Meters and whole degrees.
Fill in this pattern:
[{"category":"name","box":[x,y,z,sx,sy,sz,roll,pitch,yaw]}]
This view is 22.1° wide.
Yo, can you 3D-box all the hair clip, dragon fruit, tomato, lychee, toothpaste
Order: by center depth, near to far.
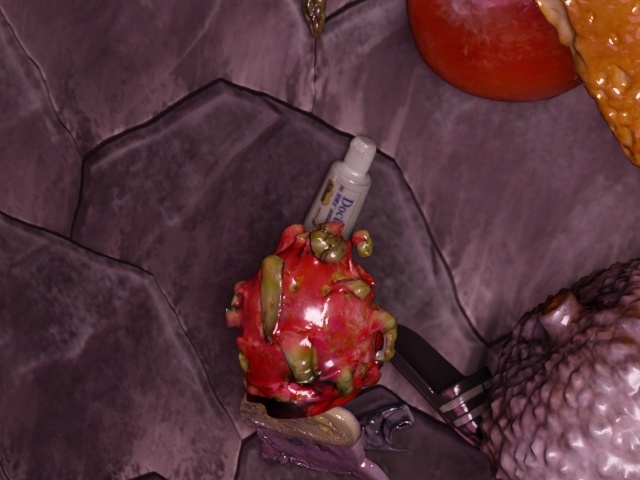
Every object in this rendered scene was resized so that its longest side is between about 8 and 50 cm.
[{"category":"lychee","box":[0.276,0.152,1.367,0.300,0.300,0.300,12,114,27]},{"category":"tomato","box":[0.161,-0.215,1.407,0.199,0.112,0.228,6,114,27]},{"category":"dragon fruit","box":[-0.010,0.072,1.558,0.160,0.166,0.172,-9,101,-5]},{"category":"toothpaste","box":[0.000,0.000,1.631,0.067,0.037,0.255,32,125,11]},{"category":"hair clip","box":[0.002,0.193,1.677,0.187,0.056,0.146,-1,138,22]}]

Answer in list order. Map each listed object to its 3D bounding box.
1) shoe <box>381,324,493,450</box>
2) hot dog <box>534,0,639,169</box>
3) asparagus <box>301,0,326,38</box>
[{"category":"shoe","box":[0.134,0.137,1.585,0.179,0.071,0.049,44,121,14]},{"category":"hot dog","box":[0.304,-0.182,1.262,0.185,0.223,0.405,-24,104,37]},{"category":"asparagus","box":[0.001,-0.303,1.517,0.034,0.027,0.236,25,120,34]}]
